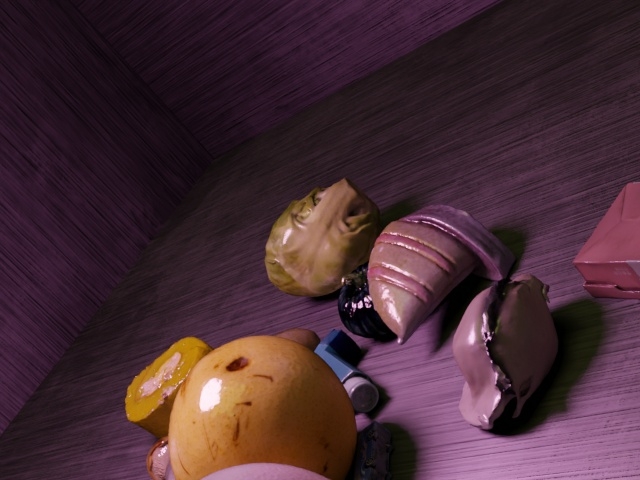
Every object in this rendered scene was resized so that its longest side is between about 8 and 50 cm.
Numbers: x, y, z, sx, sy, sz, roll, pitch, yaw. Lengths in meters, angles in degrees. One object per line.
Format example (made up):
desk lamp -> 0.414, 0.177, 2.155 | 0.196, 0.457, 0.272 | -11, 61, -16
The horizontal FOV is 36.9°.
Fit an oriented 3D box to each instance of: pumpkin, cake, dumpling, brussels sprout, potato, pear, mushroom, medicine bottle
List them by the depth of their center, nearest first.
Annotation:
dumpling -> 0.284, 0.174, 1.605 | 0.204, 0.163, 0.293 | -13, 46, 46
pear -> -0.101, 0.345, 1.695 | 0.348, 0.348, 0.348 | -36, 20, 16
medicine bottle -> 0.051, 0.269, 1.948 | 0.124, 0.079, 0.258 | -43, 20, -6
pumpkin -> 0.124, 0.120, 2.045 | 0.194, 0.150, 0.194 | -12, 29, 6
mushroom -> -0.266, 0.496, 2.048 | 0.159, 0.122, 0.329 | -10, 6, -27
potato -> -0.090, 0.280, 2.092 | 0.235, 0.160, 0.178 | -35, 40, -24
brussels sprout -> 0.000, 0.000, 2.377 | 0.328, 0.247, 0.328 | -38, 22, 19
cake -> -0.352, 0.372, 2.381 | 0.260, 0.156, 0.179 | -42, 35, 16

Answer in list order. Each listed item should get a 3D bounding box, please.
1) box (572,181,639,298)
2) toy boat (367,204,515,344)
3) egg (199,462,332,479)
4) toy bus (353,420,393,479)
box -> 0.554, -0.007, 1.577 | 0.215, 0.086, 0.215 | -49, 22, -21
toy boat -> 0.212, 0.036, 1.947 | 0.294, 0.111, 0.276 | -26, 46, -13
egg -> -0.085, 0.478, 1.385 | 0.354, 0.340, 0.354 | -34, 21, 15
toy bus -> 0.090, 0.385, 1.677 | 0.061, 0.051, 0.153 | -39, 19, 24
